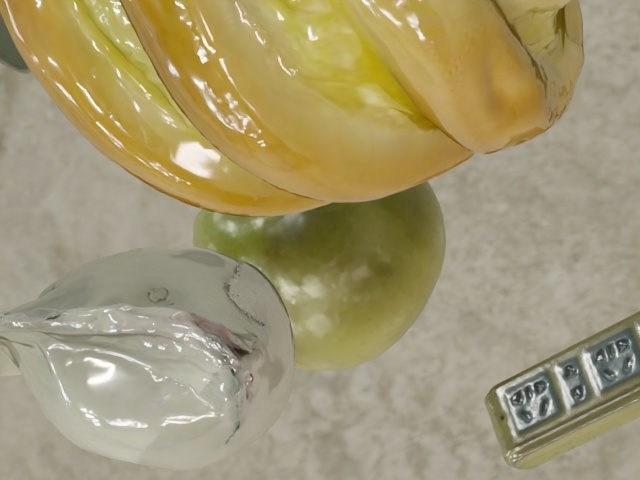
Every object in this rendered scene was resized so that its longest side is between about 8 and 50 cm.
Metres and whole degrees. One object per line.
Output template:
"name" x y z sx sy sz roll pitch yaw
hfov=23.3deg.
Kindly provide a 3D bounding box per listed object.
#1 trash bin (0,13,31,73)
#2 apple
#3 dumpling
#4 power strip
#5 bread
"trash bin" -0.157 -0.221 1.030 0.241 0.164 0.122 -22 64 26
"apple" 0.004 0.014 1.820 0.295 0.258 0.233 -45 41 4
"dumpling" -0.151 0.088 1.214 0.260 0.341 0.181 3 104 4
"power strip" 0.339 0.106 1.520 0.388 0.066 0.092 -29 50 16
"bread" -0.029 -0.148 0.645 0.315 0.211 0.270 59 159 -18
